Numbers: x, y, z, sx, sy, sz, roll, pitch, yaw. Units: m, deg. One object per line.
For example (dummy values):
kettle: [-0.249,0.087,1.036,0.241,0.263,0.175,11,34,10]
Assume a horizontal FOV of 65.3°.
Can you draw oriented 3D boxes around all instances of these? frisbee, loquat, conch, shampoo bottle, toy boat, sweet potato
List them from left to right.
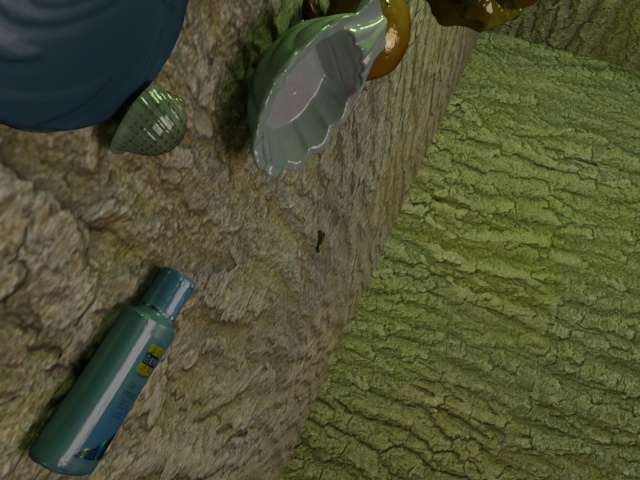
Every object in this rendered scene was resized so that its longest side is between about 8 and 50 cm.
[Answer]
frisbee: [-0.168,-0.215,0.366,0.290,0.049,0.290,-59,163,-31]
shampoo bottle: [-0.242,0.151,0.617,0.104,0.061,0.259,83,31,-64]
conch: [-0.165,-0.113,0.497,0.085,0.056,0.076,-63,-173,-11]
toy boat: [-0.020,-0.230,0.724,0.290,0.100,0.199,-48,158,-9]
sweet potato: [-0.013,-0.347,0.798,0.115,0.026,0.026,62,52,-75]
loquat: [0.078,-0.361,0.843,0.204,0.149,0.172,84,22,-67]

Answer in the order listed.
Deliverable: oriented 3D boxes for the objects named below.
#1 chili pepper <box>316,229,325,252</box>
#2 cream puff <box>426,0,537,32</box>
chili pepper: [0.001,0.000,1.376,0.030,0.017,0.083,-50,158,-47]
cream puff: [0.354,-0.654,1.118,0.275,0.378,0.379,-52,159,-46]
